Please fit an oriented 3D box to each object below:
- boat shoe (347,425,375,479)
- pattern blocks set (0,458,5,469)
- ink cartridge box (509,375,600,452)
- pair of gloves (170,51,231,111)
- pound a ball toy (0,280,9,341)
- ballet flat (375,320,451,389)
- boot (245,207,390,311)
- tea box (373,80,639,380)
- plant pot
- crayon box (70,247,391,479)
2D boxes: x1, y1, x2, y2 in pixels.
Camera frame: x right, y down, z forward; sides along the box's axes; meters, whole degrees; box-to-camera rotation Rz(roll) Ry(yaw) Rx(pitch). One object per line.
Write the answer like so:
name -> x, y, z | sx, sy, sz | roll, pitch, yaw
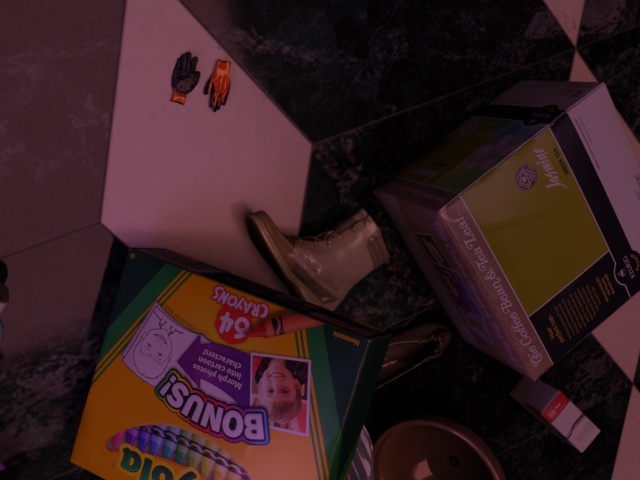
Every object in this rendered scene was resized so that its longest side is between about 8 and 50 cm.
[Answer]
boat shoe -> 0.046, 0.382, 1.300 | 0.083, 0.076, 0.226 | -16, 95, -25
pattern blocks set -> -0.488, 0.359, 0.879 | 0.285, 0.026, 0.325 | 41, 74, -27
ink cartridge box -> 0.421, 0.309, 1.423 | 0.135, 0.099, 0.056 | 43, 84, -24
pair of gloves -> -0.168, -0.223, 1.114 | 0.083, 0.010, 0.074 | 9, 100, -21
pound a ball toy -> -0.504, 0.192, 0.961 | 0.136, 0.208, 0.319 | 32, 88, -25
ballet flat -> 0.108, 0.201, 1.294 | 0.250, 0.058, 0.084 | -21, 108, -17
boot -> 0.000, 0.000, 1.196 | 0.165, 0.077, 0.213 | -41, 118, -9
tea box -> 0.321, -0.026, 1.242 | 0.323, 0.220, 0.329 | -37, 112, -12
plant pot -> 0.206, 0.391, 1.322 | 0.110, 0.237, 0.237 | -23, 115, -58
crayon box -> -0.127, 0.213, 1.057 | 0.106, 0.363, 0.313 | 5, 103, -69
